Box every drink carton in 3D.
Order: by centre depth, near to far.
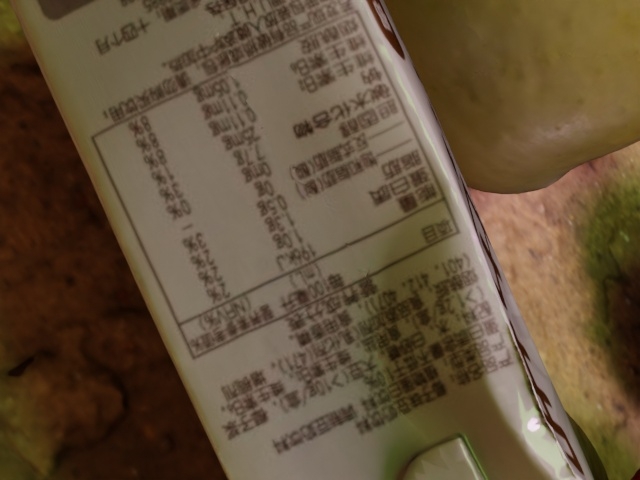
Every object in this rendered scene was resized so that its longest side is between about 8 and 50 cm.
[{"bbox_3d":[0.000,-0.001,0.656,0.194,0.132,0.325,39,26,-80],"label":"drink carton"}]

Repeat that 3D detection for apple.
[{"bbox_3d":[0.161,-0.179,0.923,0.295,0.233,0.258,-11,77,-50],"label":"apple"}]

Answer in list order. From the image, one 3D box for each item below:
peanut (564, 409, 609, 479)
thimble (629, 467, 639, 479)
[{"bbox_3d":[0.097,0.109,0.792,0.152,0.076,0.076,41,41,-15],"label":"peanut"},{"bbox_3d":[0.280,0.216,0.706,0.230,0.350,0.350,2,63,-45],"label":"thimble"}]
